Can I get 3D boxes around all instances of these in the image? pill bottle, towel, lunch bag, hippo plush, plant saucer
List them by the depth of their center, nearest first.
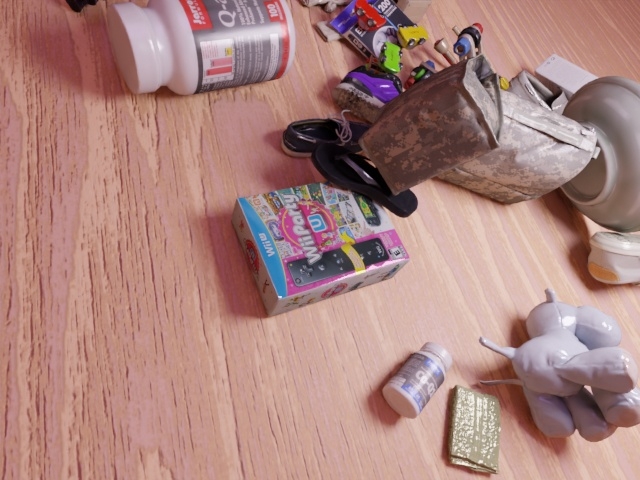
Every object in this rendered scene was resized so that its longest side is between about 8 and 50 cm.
[{"bbox_3d":[0.188,0.262,0.832,0.078,0.078,0.137,46,58,8],"label":"pill bottle"},{"bbox_3d":[0.298,0.364,0.848,0.110,0.027,0.148,20,58,-8],"label":"towel"},{"bbox_3d":[0.242,-0.256,0.908,0.169,0.235,0.287,51,40,-19],"label":"lunch bag"},{"bbox_3d":[0.503,0.250,0.915,0.294,0.234,0.236,4,29,27],"label":"hippo plush"},{"bbox_3d":[-0.257,-0.444,0.977,0.363,0.210,0.210,-23,72,-29],"label":"pill bottle"},{"bbox_3d":[0.469,-0.236,1.076,0.305,0.256,0.212,19,81,-10],"label":"lunch bag"},{"bbox_3d":[0.703,-0.202,1.117,0.101,0.400,0.400,-16,67,-3],"label":"plant saucer"}]

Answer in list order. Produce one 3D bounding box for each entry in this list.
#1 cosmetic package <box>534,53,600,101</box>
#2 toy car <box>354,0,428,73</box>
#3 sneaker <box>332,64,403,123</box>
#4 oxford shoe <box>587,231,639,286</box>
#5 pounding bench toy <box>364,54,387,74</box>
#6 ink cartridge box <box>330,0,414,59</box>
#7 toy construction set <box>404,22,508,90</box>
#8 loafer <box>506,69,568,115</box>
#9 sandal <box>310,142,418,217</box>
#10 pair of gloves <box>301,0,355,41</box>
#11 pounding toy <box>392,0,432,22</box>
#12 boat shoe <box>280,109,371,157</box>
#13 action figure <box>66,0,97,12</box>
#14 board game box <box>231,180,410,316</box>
[{"bbox_3d":[0.810,-0.489,1.404,0.117,0.085,0.231,33,18,-52],"label":"cosmetic package"},{"bbox_3d":[0.190,-0.545,1.221,0.239,0.053,0.225,15,64,-18],"label":"toy car"},{"bbox_3d":[0.189,-0.361,1.144,0.293,0.102,0.146,34,69,-1],"label":"sneaker"},{"bbox_3d":[0.877,0.057,1.181,0.449,0.169,0.130,2,105,-28],"label":"oxford shoe"},{"bbox_3d":[0.152,-0.472,1.237,0.065,0.052,0.083,18,58,-10],"label":"pounding bench toy"},{"bbox_3d":[0.166,-0.638,1.300,0.208,0.045,0.206,40,67,-8],"label":"ink cartridge box"},{"bbox_3d":[0.408,-0.460,1.259,0.237,0.257,0.309,43,39,-14],"label":"toy construction set"},{"bbox_3d":[0.736,-0.421,1.389,0.319,0.111,0.112,30,55,-3],"label":"loafer"},{"bbox_3d":[0.102,-0.140,0.923,0.254,0.054,0.097,26,53,-11],"label":"sandal"},{"bbox_3d":[0.053,-0.706,1.336,0.204,0.042,0.240,-16,68,-27],"label":"pair of gloves"},{"bbox_3d":[0.227,-0.796,1.405,0.206,0.094,0.181,-25,73,-37],"label":"pounding toy"},{"bbox_3d":[0.029,-0.261,1.059,0.254,0.079,0.095,-6,65,-23],"label":"boat shoe"},{"bbox_3d":[-0.498,-0.662,1.065,0.185,0.099,0.285,11,52,16],"label":"action figure"},{"bbox_3d":[0.000,0.000,0.897,0.303,0.097,0.224,-15,68,-26],"label":"board game box"}]
